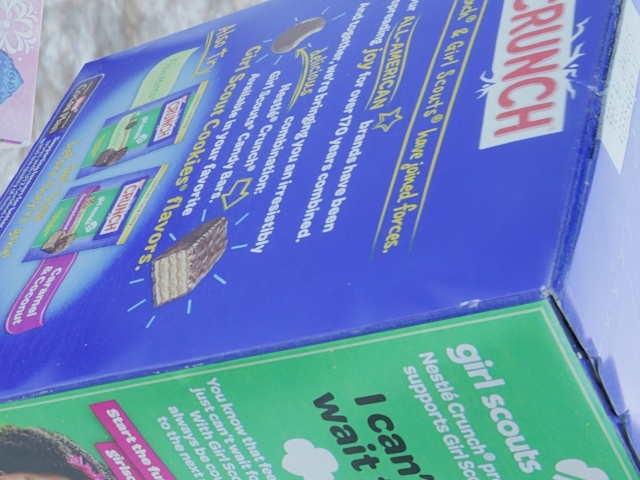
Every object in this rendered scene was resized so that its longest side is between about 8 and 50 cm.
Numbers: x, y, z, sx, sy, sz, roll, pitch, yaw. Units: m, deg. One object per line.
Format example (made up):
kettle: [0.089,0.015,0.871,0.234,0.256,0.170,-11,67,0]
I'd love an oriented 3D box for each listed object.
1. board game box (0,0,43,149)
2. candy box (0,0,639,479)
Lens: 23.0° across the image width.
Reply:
board game box: [-0.318,-0.233,0.969,0.318,0.318,0.066,6,-4,-36]
candy box: [0.000,0.000,0.675,0.317,0.268,0.122,-14,-55,31]
